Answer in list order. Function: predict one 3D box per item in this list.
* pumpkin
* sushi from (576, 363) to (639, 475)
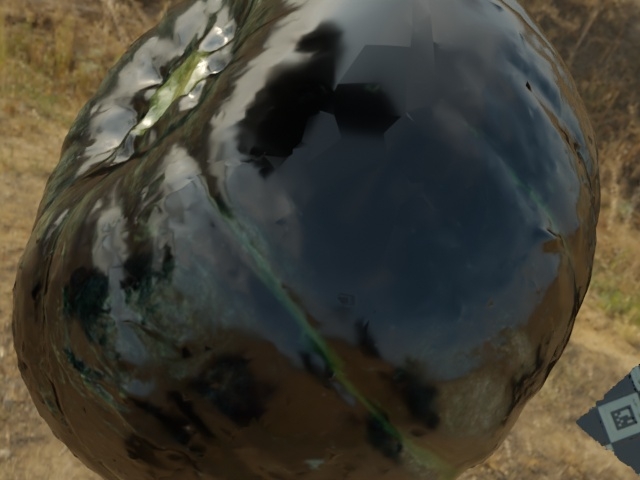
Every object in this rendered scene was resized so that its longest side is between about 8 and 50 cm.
[{"bbox_3d":[0.000,0.000,0.475,0.238,0.315,0.315,50,30,-31],"label":"pumpkin"},{"bbox_3d":[0.493,0.200,1.074,0.264,0.290,0.050,41,9,-8],"label":"sushi"}]
